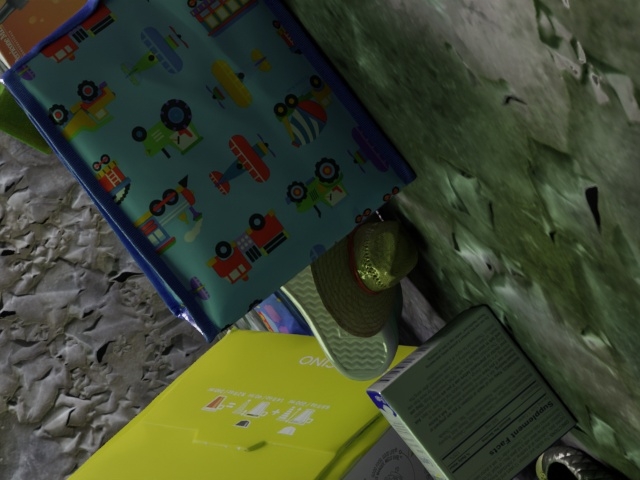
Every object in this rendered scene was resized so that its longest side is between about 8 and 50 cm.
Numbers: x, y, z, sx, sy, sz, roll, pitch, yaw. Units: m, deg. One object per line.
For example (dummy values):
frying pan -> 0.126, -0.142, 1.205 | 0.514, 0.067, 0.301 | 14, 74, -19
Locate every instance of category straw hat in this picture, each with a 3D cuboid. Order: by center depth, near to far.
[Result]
straw hat -> 0.054, 0.013, 1.533 | 0.061, 0.144, 0.144 | -15, 121, 34

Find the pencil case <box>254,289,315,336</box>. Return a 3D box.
pencil case -> -0.059, 0.013, 1.896 | 0.306, 0.119, 0.133 | 54, -173, -12

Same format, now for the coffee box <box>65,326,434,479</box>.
coffee box -> -0.022, 0.325, 1.777 | 0.338, 0.338, 0.334 | 3, 124, 42

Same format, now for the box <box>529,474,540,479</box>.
box -> 0.249, 0.318, 1.576 | 0.122, 0.128, 0.257 | 54, 169, -13

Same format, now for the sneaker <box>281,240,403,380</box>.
sneaker -> 0.000, 0.001, 1.632 | 0.256, 0.094, 0.151 | 63, -165, -12

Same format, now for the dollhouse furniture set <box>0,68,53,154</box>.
dollhouse furniture set -> -0.459, -0.259, 2.162 | 0.301, 0.151, 0.197 | 29, -177, -24

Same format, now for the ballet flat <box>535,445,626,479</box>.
ballet flat -> 0.234, 0.225, 1.533 | 0.057, 0.049, 0.173 | 63, 167, -12

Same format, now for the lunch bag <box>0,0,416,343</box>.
lunch bag -> -0.104, -0.103, 1.391 | 0.293, 0.221, 0.138 | 54, 170, -16

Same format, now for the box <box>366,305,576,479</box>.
box -> 0.133, 0.149, 1.502 | 0.137, 0.126, 0.072 | 52, 169, -2

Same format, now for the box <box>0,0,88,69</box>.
box -> -0.304, -0.288, 1.783 | 0.091, 0.170, 0.130 | 44, 169, 36
